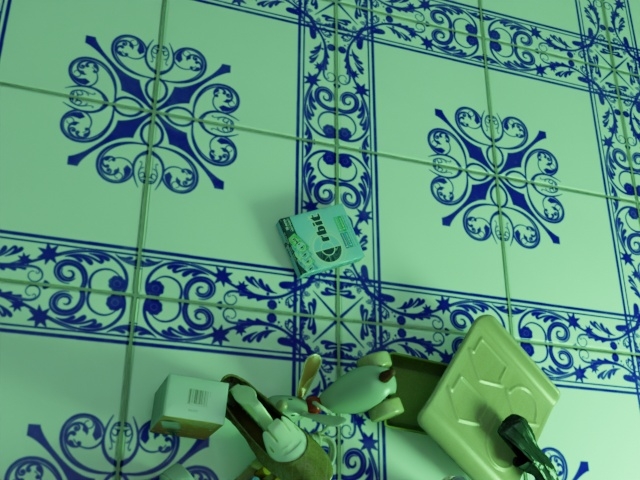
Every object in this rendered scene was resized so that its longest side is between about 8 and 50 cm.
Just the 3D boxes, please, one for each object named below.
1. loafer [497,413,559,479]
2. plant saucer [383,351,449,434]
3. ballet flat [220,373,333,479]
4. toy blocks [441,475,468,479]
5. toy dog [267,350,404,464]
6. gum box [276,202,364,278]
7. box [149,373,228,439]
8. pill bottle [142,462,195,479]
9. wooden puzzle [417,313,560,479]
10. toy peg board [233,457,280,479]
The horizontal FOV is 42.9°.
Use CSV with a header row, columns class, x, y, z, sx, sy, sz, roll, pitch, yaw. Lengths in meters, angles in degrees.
class,x,y,z,sx,sy,sz,roll,pitch,yaw
loafer,0.492,0.518,1.937,0.078,0.076,0.223,-34,98,-19
plant saucer,0.239,0.384,1.997,0.189,0.045,0.188,14,63,-16
ballet flat,-0.110,0.391,1.720,0.116,0.124,0.342,-35,48,-20
toy blocks,0.342,0.703,1.771,0.309,0.260,0.288,39,59,-1
toy dog,0.049,0.350,1.846,0.334,0.161,0.220,-31,72,-24
gum box,0.000,0.000,2.078,0.184,0.041,0.156,-16,74,-27
box,-0.281,0.357,1.733,0.130,0.170,0.091,12,62,-16
pill bottle,-0.354,0.559,1.638,0.229,0.131,0.131,-33,82,-30
wooden puzzle,0.410,0.409,2.003,0.322,0.080,0.348,47,59,-12
toy peg board,-0.078,0.524,1.747,0.161,0.079,0.161,48,49,5
